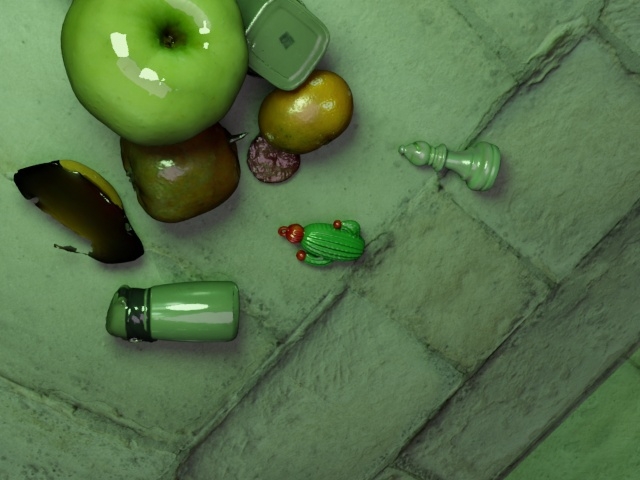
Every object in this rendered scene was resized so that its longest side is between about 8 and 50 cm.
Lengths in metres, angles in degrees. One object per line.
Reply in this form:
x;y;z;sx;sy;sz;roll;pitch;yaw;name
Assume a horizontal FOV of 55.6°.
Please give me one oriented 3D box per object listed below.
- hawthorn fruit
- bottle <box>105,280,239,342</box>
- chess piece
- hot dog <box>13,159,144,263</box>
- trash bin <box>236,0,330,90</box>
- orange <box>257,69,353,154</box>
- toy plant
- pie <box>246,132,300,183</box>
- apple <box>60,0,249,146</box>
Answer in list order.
-0.305;-0.188;1.426;0.301;0.267;0.267;-19;118;-9;hawthorn fruit
-0.395;0.193;1.629;0.347;0.168;0.168;0;114;-12;bottle
0.346;-0.226;1.675;0.272;0.139;0.139;11;111;-9;chess piece
-0.578;-0.082;1.481;0.194;0.107;0.326;-18;128;3;hot dog
-0.117;-0.464;1.348;0.219;0.250;0.219;28;104;-34;trash bin
-0.031;-0.302;1.459;0.240;0.240;0.171;-27;94;-2;orange
0.006;0.010;1.699;0.241;0.088;0.154;-7;131;-5;toy plant
-0.119;-0.220;1.582;0.155;0.036;0.154;-6;116;-13;pie
-0.314;-0.356;1.161;0.358;0.357;0.357;-6;116;-13;apple
